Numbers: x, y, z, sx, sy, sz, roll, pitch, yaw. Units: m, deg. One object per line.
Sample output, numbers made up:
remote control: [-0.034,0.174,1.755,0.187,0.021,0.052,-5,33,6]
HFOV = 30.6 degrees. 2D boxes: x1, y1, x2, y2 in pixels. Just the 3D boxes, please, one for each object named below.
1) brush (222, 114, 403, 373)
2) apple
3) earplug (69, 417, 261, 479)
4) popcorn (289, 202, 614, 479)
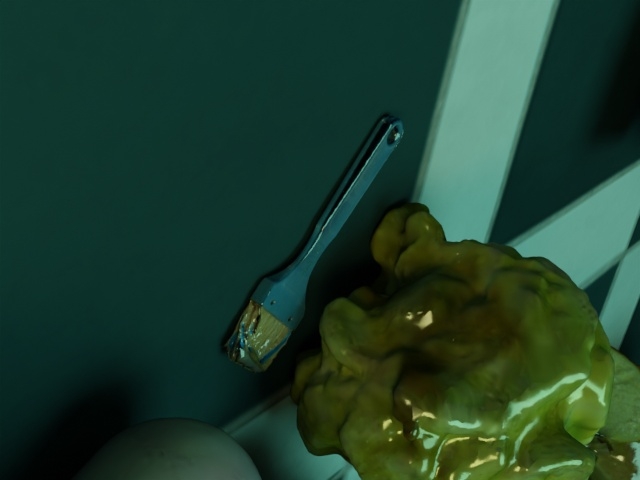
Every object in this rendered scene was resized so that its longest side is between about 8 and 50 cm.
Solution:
brush: [0.000,0.000,0.648,0.164,0.014,0.051,-58,154,-7]
apple: [0.183,0.166,0.951,0.195,0.173,0.160,-41,145,-27]
earplug: [-0.104,0.224,0.548,0.172,0.172,0.301,3,107,-61]
popcorn: [0.077,0.080,0.694,0.185,0.188,0.167,-66,-166,-14]
